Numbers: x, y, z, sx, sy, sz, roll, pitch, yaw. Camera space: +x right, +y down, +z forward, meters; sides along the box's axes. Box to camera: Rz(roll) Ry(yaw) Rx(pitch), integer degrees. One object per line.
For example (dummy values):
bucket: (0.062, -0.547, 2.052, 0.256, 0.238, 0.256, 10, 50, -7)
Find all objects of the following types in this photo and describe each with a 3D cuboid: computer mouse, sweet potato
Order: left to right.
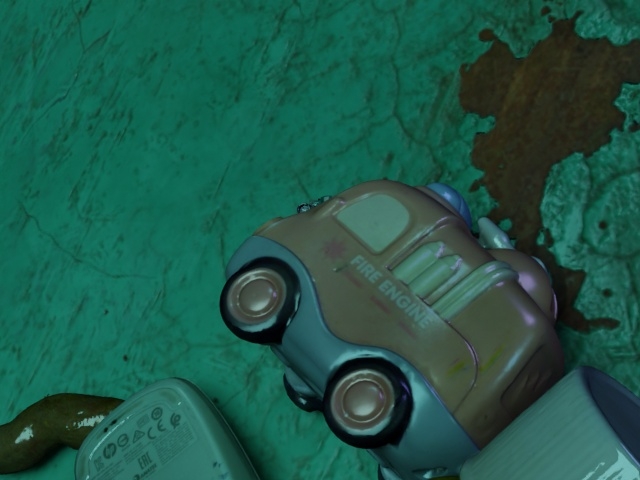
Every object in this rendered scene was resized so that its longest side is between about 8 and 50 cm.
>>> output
sweet potato: (-0.273, 0.187, 1.428, 0.218, 0.051, 0.065, -17, 66, 20)
computer mouse: (-0.113, 0.257, 1.297, 0.159, 0.097, 0.288, -41, 48, 9)

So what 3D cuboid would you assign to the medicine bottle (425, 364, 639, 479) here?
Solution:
medicine bottle: (0.115, 0.285, 1.069, 0.384, 0.224, 0.224, -46, 57, 15)

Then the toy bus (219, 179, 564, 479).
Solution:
toy bus: (0.070, 0.070, 1.224, 0.232, 0.194, 0.287, -43, 57, -3)

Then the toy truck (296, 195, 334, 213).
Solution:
toy truck: (0.000, 0.000, 1.370, 0.044, 0.039, 0.083, -2, 68, 12)
